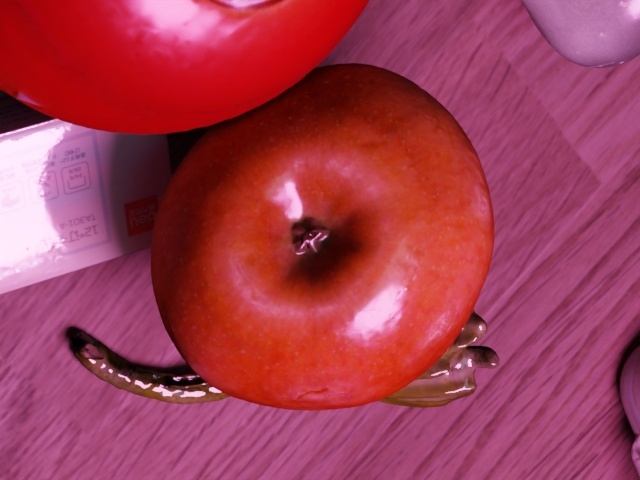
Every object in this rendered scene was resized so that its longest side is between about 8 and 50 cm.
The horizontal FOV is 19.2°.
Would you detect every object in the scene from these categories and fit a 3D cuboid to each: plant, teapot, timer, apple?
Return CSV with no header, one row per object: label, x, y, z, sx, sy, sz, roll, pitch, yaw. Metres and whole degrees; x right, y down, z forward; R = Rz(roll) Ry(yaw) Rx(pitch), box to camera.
plant,-0.018,0.070,1.659,0.333,0.180,0.251,-16,129,11
teapot,0.181,-0.249,1.587,0.251,0.183,0.183,10,105,-24
timer,-0.118,-0.261,1.323,0.378,0.279,0.378,-13,115,-30
apple,0.000,0.000,1.433,0.272,0.251,0.206,-27,163,2

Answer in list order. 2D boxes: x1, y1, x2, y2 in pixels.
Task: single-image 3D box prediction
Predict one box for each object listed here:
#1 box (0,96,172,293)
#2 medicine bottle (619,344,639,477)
box,-0.247,-0.036,1.456,0.269,0.079,0.135,-19,118,-24
medicine bottle,0.469,0.242,1.907,0.282,0.123,0.375,-23,90,-22
